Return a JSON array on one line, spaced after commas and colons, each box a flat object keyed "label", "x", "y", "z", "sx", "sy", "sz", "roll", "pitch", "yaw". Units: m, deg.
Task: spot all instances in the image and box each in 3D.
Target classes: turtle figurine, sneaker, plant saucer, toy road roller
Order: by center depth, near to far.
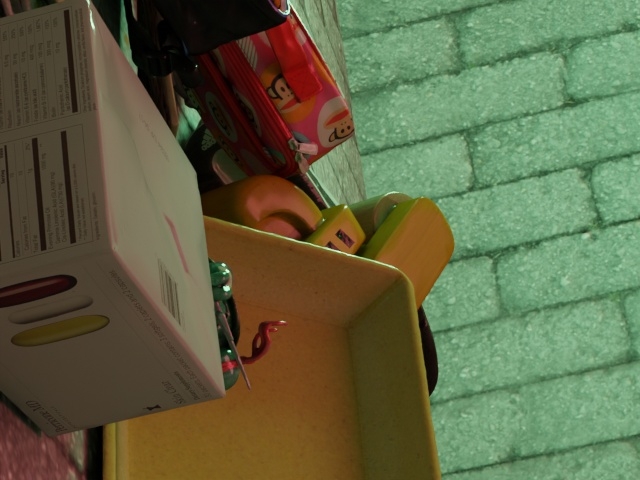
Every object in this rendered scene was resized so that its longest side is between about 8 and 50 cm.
[{"label": "turtle figurine", "x": -0.127, "y": 0.050, "z": 1.441, "sx": 0.118, "sy": 0.175, "sz": 0.234, "roll": 4, "pitch": 52, "yaw": -56}, {"label": "plant saucer", "x": -0.059, "y": 0.140, "z": 1.583, "sx": 0.081, "sy": 0.333, "sz": 0.332, "roll": -51, "pitch": -146, "yaw": 42}, {"label": "toy road roller", "x": -0.031, "y": 0.019, "z": 1.859, "sx": 0.240, "sy": 0.202, "sz": 0.329, "roll": 59, "pitch": 41, "yaw": -16}, {"label": "sneaker", "x": 0.001, "y": -0.001, "z": 2.172, "sx": 0.447, "sy": 0.169, "sz": 0.257, "roll": 55, "pitch": 11, "yaw": -15}]

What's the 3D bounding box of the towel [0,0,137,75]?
[{"label": "towel", "x": -0.240, "y": -0.284, "z": 1.501, "sx": 0.320, "sy": 0.090, "sz": 0.374, "roll": 74, "pitch": 8, "yaw": -47}]

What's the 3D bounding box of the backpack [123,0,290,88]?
[{"label": "backpack", "x": -0.106, "y": -0.318, "z": 1.495, "sx": 0.263, "sy": 0.213, "sz": 0.276, "roll": -112, "pitch": -177, "yaw": -59}]

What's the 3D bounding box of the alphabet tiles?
[{"label": "alphabet tiles", "x": -0.181, "y": -0.248, "z": 1.774, "sx": 0.285, "sy": 0.011, "sz": 0.342, "roll": 119, "pitch": -38, "yaw": -72}]

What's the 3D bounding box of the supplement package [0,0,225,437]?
[{"label": "supplement package", "x": -0.181, "y": -0.007, "z": 1.242, "sx": 0.262, "sy": 0.145, "sz": 0.204, "roll": 62, "pitch": 17, "yaw": -61}]

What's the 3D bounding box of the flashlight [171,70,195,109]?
[{"label": "flashlight", "x": -0.135, "y": -0.261, "z": 2.159, "sx": 0.103, "sy": 0.103, "sz": 0.304, "roll": 43, "pitch": 20, "yaw": -20}]

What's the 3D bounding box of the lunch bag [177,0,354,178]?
[{"label": "lunch bag", "x": -0.078, "y": -0.206, "z": 1.847, "sx": 0.293, "sy": 0.120, "sz": 0.258, "roll": 59, "pitch": -14, "yaw": -4}]
